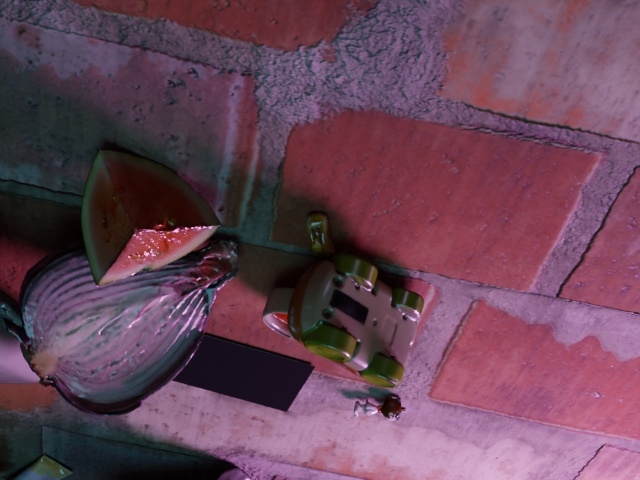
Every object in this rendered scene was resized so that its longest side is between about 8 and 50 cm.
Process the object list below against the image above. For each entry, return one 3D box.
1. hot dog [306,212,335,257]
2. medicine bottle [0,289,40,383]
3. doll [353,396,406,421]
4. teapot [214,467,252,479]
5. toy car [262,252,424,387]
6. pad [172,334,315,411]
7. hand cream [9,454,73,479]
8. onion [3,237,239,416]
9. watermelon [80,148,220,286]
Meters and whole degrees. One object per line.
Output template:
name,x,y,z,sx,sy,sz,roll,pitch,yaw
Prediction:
hot dog,0.000,0.000,1.554,0.030,0.034,0.090,-2,137,11
medicine bottle,-0.577,0.134,1.658,0.282,0.123,0.375,5,163,10
doll,0.102,0.291,1.871,0.085,0.040,0.058,14,149,-7
teapot,-0.245,0.618,2.146,0.362,0.305,0.376,-24,158,23
toy car,0.019,0.123,1.632,0.235,0.145,0.235,17,161,6
pad,-0.149,0.225,1.859,0.246,0.006,0.170,17,140,-9
hand cream,-0.596,0.493,2.221,0.174,0.047,0.076,-32,124,26
onion,-0.285,0.093,1.631,0.349,0.159,0.267,-27,111,-11
watermelon,-0.237,-0.030,1.500,0.145,0.137,0.193,-8,110,-38
